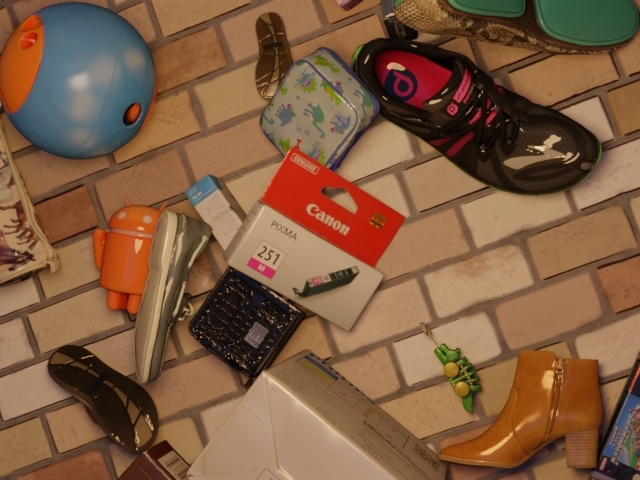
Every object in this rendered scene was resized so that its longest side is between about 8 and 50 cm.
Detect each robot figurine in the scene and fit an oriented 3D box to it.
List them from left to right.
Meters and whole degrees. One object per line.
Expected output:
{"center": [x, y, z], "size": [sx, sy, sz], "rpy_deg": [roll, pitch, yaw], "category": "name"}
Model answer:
{"center": [-0.352, 0.027, 1.951], "size": [0.158, 0.128, 0.219], "rpy_deg": [9, 90, 52], "category": "robot figurine"}

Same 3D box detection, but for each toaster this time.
{"center": [-0.138, 0.157, 1.921], "size": [0.168, 0.110, 0.185], "rpy_deg": [35, 94, 10], "category": "toaster"}

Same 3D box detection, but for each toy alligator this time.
{"center": [0.248, 0.224, 1.885], "size": [0.051, 0.056, 0.189], "rpy_deg": [-28, 84, 7], "category": "toy alligator"}

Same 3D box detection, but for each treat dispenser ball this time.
{"center": [-0.447, -0.294, 1.895], "size": [0.288, 0.288, 0.288], "rpy_deg": [0, 88, 9], "category": "treat dispenser ball"}

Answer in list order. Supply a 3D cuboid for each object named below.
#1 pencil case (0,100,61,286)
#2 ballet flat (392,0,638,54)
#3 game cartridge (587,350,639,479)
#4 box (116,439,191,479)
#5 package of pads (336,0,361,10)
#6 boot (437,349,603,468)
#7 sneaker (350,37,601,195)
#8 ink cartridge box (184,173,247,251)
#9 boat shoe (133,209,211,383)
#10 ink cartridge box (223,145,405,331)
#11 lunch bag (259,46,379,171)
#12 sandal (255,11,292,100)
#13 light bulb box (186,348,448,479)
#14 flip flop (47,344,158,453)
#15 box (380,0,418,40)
{"center": [-0.642, -0.098, 1.985], "size": [0.183, 0.160, 0.410], "rpy_deg": [-26, 84, 22], "category": "pencil case"}
{"center": [0.333, -0.406, 1.805], "size": [0.483, 0.182, 0.164], "rpy_deg": [0, 83, -31], "category": "ballet flat"}
{"center": [0.629, 0.352, 1.823], "size": [0.230, 0.068, 0.355], "rpy_deg": [22, 92, 5], "category": "game cartridge"}
{"center": [-0.375, 0.581, 1.932], "size": [0.191, 0.143, 0.381], "rpy_deg": [43, 96, 8], "category": "box"}
{"center": [0.055, -0.459, 1.926], "size": [0.050, 0.083, 0.032], "rpy_deg": [-34, 88, 10], "category": "package of pads"}
{"center": [0.358, 0.304, 1.853], "size": [0.295, 0.104, 0.211], "rpy_deg": [-3, 78, 10], "category": "boot"}
{"center": [0.262, -0.219, 1.825], "size": [0.483, 0.202, 0.185], "rpy_deg": [24, 93, 9], "category": "sneaker"}
{"center": [-0.172, -0.033, 1.936], "size": [0.060, 0.104, 0.180], "rpy_deg": [-36, 83, 6], "category": "ink cartridge box"}
{"center": [-0.269, 0.109, 1.867], "size": [0.099, 0.116, 0.319], "rpy_deg": [10, 93, -25], "category": "boat shoe"}
{"center": [0.000, 0.000, 1.872], "size": [0.275, 0.060, 0.239], "rpy_deg": [31, 94, -21], "category": "ink cartridge box"}
{"center": [-0.003, -0.227, 1.875], "size": [0.176, 0.090, 0.219], "rpy_deg": [46, 137, 7], "category": "lunch bag"}
{"center": [-0.090, -0.350, 1.967], "size": [0.072, 0.049, 0.180], "rpy_deg": [-6, 72, 3], "category": "sandal"}
{"center": [0.012, 0.394, 1.764], "size": [0.358, 0.361, 0.225], "rpy_deg": [39, 96, 8], "category": "light bulb box"}
{"center": [-0.417, 0.307, 1.976], "size": [0.277, 0.080, 0.112], "rpy_deg": [34, 55, 21], "category": "flip flop"}
{"center": [0.133, -0.495, 1.865], "size": [0.059, 0.183, 0.232], "rpy_deg": [-8, 86, 9], "category": "box"}
